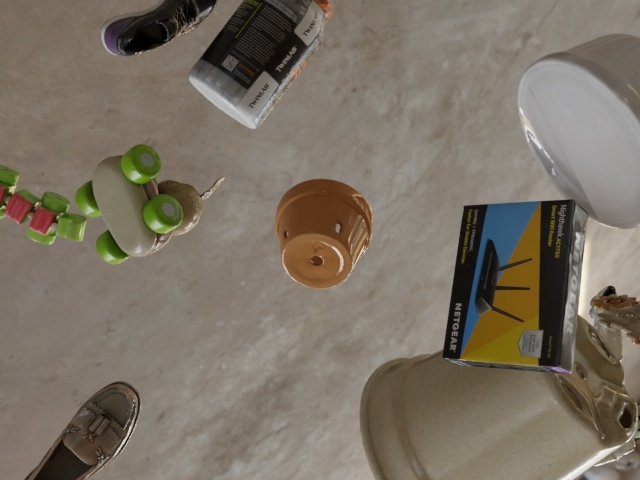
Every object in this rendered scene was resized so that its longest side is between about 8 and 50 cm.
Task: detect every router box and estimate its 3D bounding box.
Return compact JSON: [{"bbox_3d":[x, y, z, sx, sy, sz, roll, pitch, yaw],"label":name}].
[{"bbox_3d":[0.210,0.048,0.872,0.046,0.133,0.179,27,68,-47],"label":"router box"}]

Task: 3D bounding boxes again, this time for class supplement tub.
[{"bbox_3d":[-0.124,-0.420,1.767,0.316,0.193,0.193,-53,148,-2],"label":"supplement tub"}]

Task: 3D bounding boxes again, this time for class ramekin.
[{"bbox_3d":[0.409,-0.160,1.125,0.127,0.273,0.273,-32,145,-13],"label":"ramekin"}]

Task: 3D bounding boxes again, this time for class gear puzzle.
[{"bbox_3d":[0.610,0.159,1.481,0.175,0.339,0.044,-11,105,-15],"label":"gear puzzle"}]

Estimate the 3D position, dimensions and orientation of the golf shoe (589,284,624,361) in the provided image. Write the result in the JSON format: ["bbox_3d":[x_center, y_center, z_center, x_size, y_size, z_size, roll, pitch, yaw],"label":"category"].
[{"bbox_3d":[0.624,0.178,1.752,0.069,0.176,0.086,3,142,-1],"label":"golf shoe"}]

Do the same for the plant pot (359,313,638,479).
[{"bbox_3d":[0.280,0.259,1.212,0.333,0.334,0.305,-5,150,-48],"label":"plant pot"}]

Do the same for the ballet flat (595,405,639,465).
[{"bbox_3d":[0.473,0.299,1.254,0.168,0.052,0.057,-23,103,-38],"label":"ballet flat"}]

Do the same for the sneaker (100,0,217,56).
[{"bbox_3d":[-0.328,-0.471,1.767,0.283,0.124,0.107,-35,128,-20],"label":"sneaker"}]

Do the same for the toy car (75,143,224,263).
[{"bbox_3d":[-0.232,-0.063,1.197,0.155,0.149,0.188,-27,176,39],"label":"toy car"}]

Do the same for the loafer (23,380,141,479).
[{"bbox_3d":[-0.179,0.158,0.591,0.125,0.045,0.039,-49,-179,5],"label":"loafer"}]

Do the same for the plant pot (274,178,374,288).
[{"bbox_3d":[0.000,0.000,2.300,0.204,0.290,0.291,-78,180,-52],"label":"plant pot"}]

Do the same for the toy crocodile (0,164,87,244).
[{"bbox_3d":[-0.700,-0.083,1.877,0.115,0.340,0.105,-62,-178,9],"label":"toy crocodile"}]
